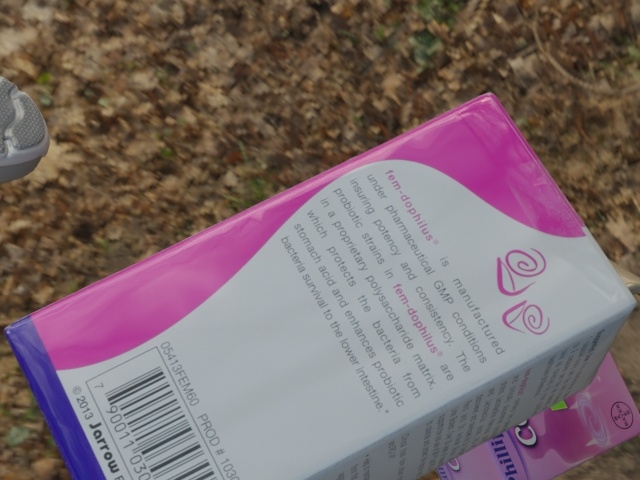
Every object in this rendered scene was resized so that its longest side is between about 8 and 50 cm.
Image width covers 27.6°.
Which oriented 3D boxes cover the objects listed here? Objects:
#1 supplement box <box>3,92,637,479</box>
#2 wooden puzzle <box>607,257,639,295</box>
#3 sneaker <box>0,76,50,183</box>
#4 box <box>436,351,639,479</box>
[{"bbox_3d":[0.002,0.049,0.543,0.220,0.114,0.111,-26,68,-8],"label":"supplement box"},{"bbox_3d":[0.137,0.041,1.154,0.239,0.221,0.044,-14,114,-17],"label":"wooden puzzle"},{"bbox_3d":[-0.334,-0.060,0.937,0.281,0.115,0.105,-2,48,-1],"label":"sneaker"},{"bbox_3d":[0.240,0.187,1.591,0.117,0.243,0.213,-38,72,55],"label":"box"}]
